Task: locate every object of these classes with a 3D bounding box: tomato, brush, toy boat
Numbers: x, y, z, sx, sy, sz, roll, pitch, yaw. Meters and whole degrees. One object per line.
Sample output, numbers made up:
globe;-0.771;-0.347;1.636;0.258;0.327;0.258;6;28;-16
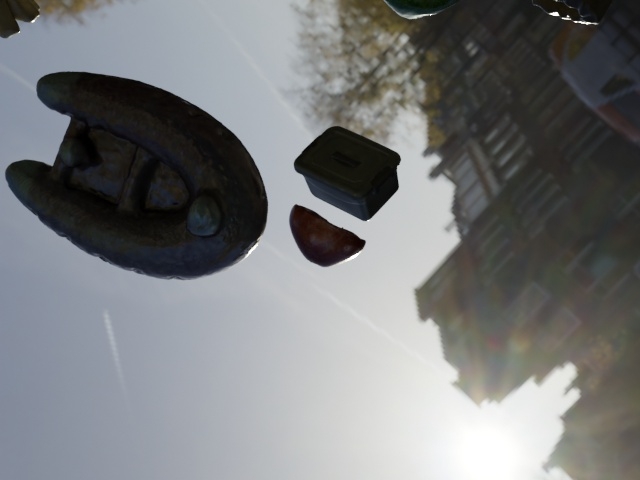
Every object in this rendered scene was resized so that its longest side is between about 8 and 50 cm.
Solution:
tomato;0.000;0.000;2.050;0.159;0.091;0.139;31;-179;6
brush;0.285;-0.361;1.420;0.071;0.084;0.301;45;176;-41
toy boat;-0.153;-0.049;0.876;0.227;0.155;0.085;25;-172;6

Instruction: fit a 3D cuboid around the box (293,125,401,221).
box;0.053;-0.112;1.843;0.172;0.124;0.093;29;153;34

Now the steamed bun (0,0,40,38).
steamed bun;-0.467;-0.353;1.268;0.428;0.189;0.247;-14;-124;-36

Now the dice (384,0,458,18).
dice;0.191;-0.659;2.190;0.287;0.297;0.300;35;-158;-33
